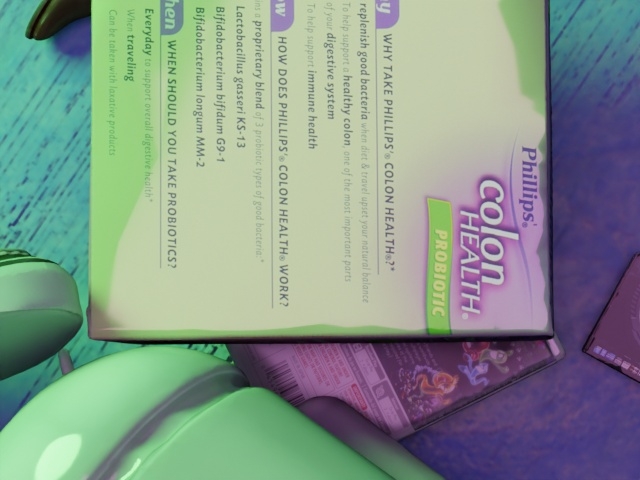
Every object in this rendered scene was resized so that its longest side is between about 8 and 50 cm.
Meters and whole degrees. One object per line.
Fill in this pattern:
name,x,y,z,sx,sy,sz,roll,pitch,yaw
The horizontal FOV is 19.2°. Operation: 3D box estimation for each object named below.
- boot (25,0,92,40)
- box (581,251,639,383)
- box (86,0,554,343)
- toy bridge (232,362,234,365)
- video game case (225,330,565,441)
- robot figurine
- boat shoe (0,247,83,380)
boot,-0.104,-0.123,1.132,0.106,0.037,0.114,-44,88,3
box,0.204,0.055,1.099,0.083,0.018,0.067,30,89,6
box,0.004,-0.051,1.025,0.243,0.117,0.213,-1,85,7
toy bridge,0.000,0.000,1.116,0.063,0.026,0.188,34,90,7
video game case,0.022,0.021,1.088,0.173,0.022,0.190,-27,83,4
robot figurine,-0.039,0.187,0.948,0.353,0.300,0.200,33,130,18
boat shoe,-0.249,0.039,1.047,0.306,0.113,0.105,-22,70,44
